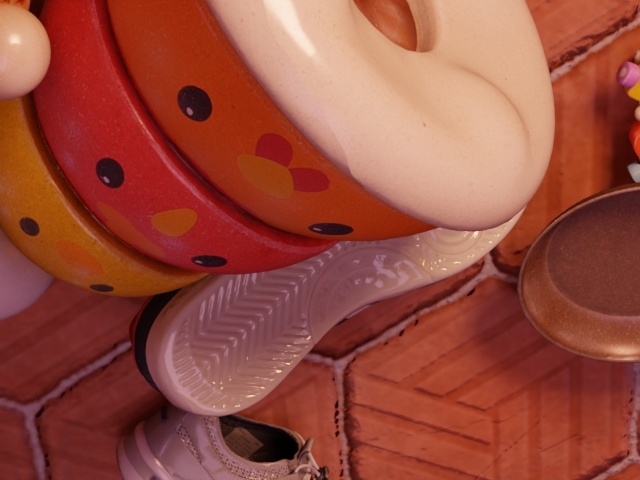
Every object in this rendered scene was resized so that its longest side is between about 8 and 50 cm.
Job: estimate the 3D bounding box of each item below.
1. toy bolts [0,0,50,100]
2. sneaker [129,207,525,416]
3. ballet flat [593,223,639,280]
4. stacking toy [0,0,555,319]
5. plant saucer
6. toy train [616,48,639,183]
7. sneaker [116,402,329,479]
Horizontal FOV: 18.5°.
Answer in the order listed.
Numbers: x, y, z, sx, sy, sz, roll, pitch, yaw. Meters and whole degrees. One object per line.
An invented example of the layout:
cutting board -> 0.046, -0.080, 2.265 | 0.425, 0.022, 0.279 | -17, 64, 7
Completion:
toy bolts -> -0.284, -0.080, 1.236 | 0.218, 0.158, 0.228 | -32, 154, -34
sneaker -> 0.000, 0.000, 1.492 | 0.350, 0.148, 0.131 | -31, 106, -18
ballet flat -> 0.327, -0.033, 1.573 | 0.250, 0.058, 0.084 | -21, 136, 9
stacking toy -> -0.111, -0.070, 1.347 | 0.480, 0.350, 0.351 | -33, 125, 31
plant saucer -> 0.252, 0.019, 1.543 | 0.199, 0.036, 0.198 | -1, 134, -1
toy train -> 0.292, -0.119, 1.511 | 0.166, 0.046, 0.125 | -34, 124, 14
sneaker -> -0.029, 0.216, 1.623 | 0.281, 0.105, 0.115 | 34, 111, -28
